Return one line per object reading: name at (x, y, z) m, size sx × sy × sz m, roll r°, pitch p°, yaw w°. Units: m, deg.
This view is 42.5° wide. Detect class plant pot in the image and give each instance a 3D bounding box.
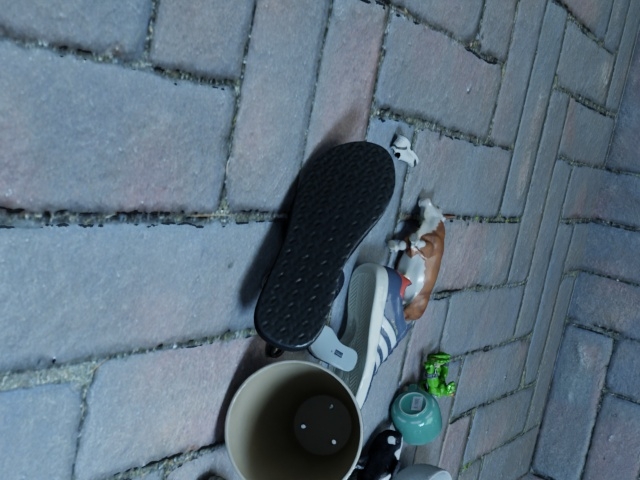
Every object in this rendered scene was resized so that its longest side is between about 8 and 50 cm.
plant pot at (-0.021, 0.367, 1.610) m, size 0.274 × 0.257 × 0.256 m, roll 40°, pitch 69°, yaw -74°

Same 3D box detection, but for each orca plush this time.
orca plush at (0.103, 0.589, 2.068) m, size 0.287 × 0.102 × 0.151 m, roll -56°, pitch -169°, yaw -10°

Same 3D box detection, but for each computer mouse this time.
computer mouse at (-0.034, 0.139, 1.659) m, size 0.242 × 0.041 × 0.071 m, roll -46°, pitch 144°, yaw -27°

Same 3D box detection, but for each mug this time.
mug at (0.243, 0.449, 2.170) m, size 0.130 × 0.158 × 0.097 m, roll -32°, pitch 134°, yaw -15°

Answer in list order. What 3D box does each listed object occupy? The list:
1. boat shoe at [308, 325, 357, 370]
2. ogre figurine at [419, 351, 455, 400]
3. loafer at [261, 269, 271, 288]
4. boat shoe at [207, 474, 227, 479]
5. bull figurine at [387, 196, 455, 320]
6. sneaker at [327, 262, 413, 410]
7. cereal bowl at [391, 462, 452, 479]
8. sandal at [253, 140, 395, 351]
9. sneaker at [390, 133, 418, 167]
boat shoe at (-0.002, 0.217, 1.701) m, size 0.183 × 0.083 × 0.065 m, roll 45°, pitch 66°, yaw -47°
ogre figurine at (0.324, 0.378, 2.283) m, size 0.197 × 0.097 × 0.118 m, roll -113°, pitch -156°, yaw -88°
loafer at (-0.061, 0.071, 1.571) m, size 0.125 × 0.039 × 0.045 m, roll -17°, pitch 118°, yaw -54°
boat shoe at (-0.148, 0.596, 1.589) m, size 0.132 × 0.130 × 0.355 m, roll -52°, pitch 143°, yaw -31°
bull figurine at (0.227, 0.050, 1.967) m, size 0.188 × 0.101 × 0.310 m, roll 0°, pitch 102°, yaw -54°
sneaker at (0.124, 0.229, 1.825) m, size 0.148 × 0.131 × 0.349 m, roll 12°, pitch 94°, yaw -38°
cereal bowl at (0.228, 0.765, 2.261) m, size 0.339 × 0.141 × 0.338 m, roll -33°, pitch 131°, yaw -48°
sandal at (-0.003, 0.000, 1.554) m, size 0.445 × 0.168 × 0.107 m, roll -62°, pitch -177°, yaw -20°
sneaker at (0.186, -0.194, 1.852) m, size 0.043 × 0.040 × 0.109 m, roll -50°, pitch 141°, yaw -7°
